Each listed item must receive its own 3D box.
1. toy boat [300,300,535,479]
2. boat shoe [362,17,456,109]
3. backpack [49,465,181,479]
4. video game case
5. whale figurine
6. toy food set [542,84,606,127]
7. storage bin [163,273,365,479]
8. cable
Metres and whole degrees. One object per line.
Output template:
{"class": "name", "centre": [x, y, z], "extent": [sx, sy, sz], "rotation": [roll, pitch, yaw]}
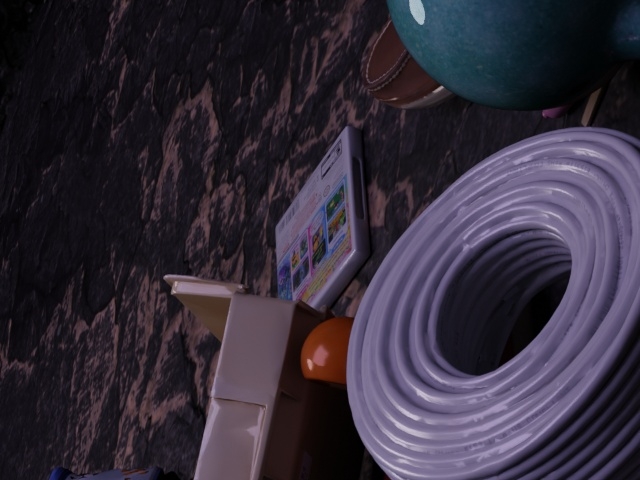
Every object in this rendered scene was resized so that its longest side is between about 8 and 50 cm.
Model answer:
{"class": "toy boat", "centre": [0.058, 0.094, 1.349], "extent": [0.151, 0.151, 0.231], "rotation": [126, 151, -46]}
{"class": "boat shoe", "centre": [0.103, -0.215, 1.472], "extent": [0.324, 0.116, 0.123], "rotation": [-50, 27, 48]}
{"class": "backpack", "centre": [-0.197, 0.332, 1.746], "extent": [0.263, 0.213, 0.276], "rotation": [-72, -14, -58]}
{"class": "video game case", "centre": [0.000, 0.000, 1.754], "extent": [0.157, 0.019, 0.143], "rotation": [126, 150, -44]}
{"class": "whale figurine", "centre": [0.153, -0.203, 1.258], "extent": [0.272, 0.141, 0.216], "rotation": [-43, 71, 28]}
{"class": "toy food set", "centre": [0.168, -0.125, 1.393], "extent": [0.122, 0.019, 0.078], "rotation": [-125, 52, -64]}
{"class": "storage bin", "centre": [-0.058, 0.188, 1.446], "extent": [0.260, 0.123, 0.262], "rotation": [55, -135, -68]}
{"class": "cable", "centre": [0.125, 0.053, 1.174], "extent": [0.257, 0.089, 0.257], "rotation": [-35, 36, 24]}
